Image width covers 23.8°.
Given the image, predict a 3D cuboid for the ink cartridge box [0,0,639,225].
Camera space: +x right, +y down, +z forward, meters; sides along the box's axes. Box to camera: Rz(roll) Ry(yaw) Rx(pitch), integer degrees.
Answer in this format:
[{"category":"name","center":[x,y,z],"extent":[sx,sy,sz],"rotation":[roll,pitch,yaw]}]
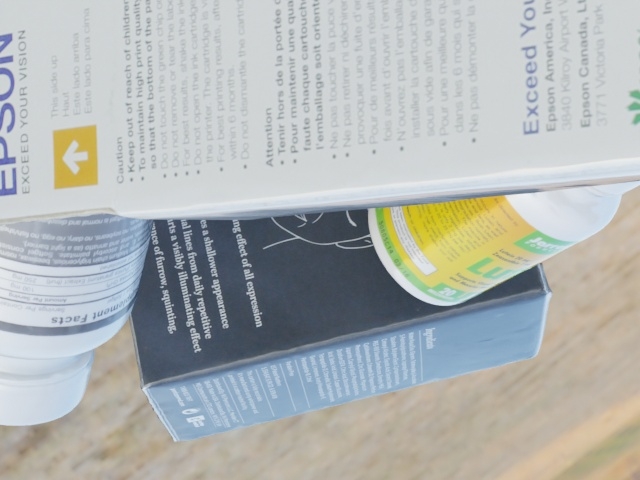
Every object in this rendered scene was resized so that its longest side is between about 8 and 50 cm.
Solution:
[{"category":"ink cartridge box","center":[0.010,-0.173,0.527],"extent":[0.330,0.324,0.071],"rotation":[-4,176,37]}]

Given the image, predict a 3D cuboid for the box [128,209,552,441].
[{"category":"box","center":[0.000,0.000,1.545],"extent":[0.396,0.293,0.212],"rotation":[-13,158,0]}]

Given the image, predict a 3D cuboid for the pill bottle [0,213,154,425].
[{"category":"pill bottle","center":[-0.214,-0.023,1.148],"extent":[0.176,0.176,0.318],"rotation":[-23,138,-50]}]

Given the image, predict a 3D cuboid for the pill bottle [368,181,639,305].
[{"category":"pill bottle","center":[0.164,-0.047,1.275],"extent":[0.136,0.136,0.246],"rotation":[-26,176,-43]}]
